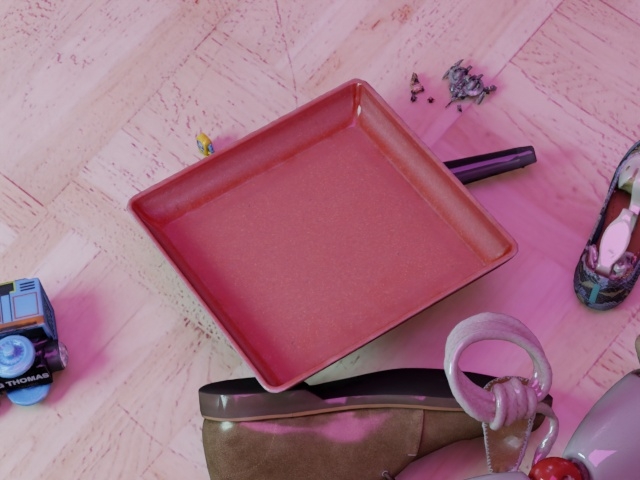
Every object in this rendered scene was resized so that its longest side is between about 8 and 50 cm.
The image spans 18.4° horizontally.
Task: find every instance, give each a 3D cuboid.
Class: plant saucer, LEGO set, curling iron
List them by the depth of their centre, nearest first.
[{"bbox_3d":[0.000,0.000,1.749,0.258,0.048,0.259,-29,55,-16],"label":"plant saucer"},{"bbox_3d":[0.069,-0.036,1.824,0.274,0.035,0.068,-18,53,-3],"label":"curling iron"},{"bbox_3d":[0.125,-0.149,1.880,0.083,0.023,0.054,-15,65,-2],"label":"LEGO set"}]

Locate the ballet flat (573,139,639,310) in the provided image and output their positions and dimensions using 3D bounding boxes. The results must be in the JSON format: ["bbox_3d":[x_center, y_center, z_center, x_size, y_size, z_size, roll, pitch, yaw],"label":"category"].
[{"bbox_3d":[0.284,-0.025,1.787,0.070,0.070,0.188,18,68,13],"label":"ballet flat"}]

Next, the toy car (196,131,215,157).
[{"bbox_3d":[-0.111,-0.043,1.841,0.060,0.040,0.122,-23,66,-6],"label":"toy car"}]

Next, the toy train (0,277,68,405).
[{"bbox_3d":[-0.319,0.102,1.774,0.184,0.080,0.105,-13,56,1],"label":"toy train"}]

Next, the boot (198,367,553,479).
[{"bbox_3d":[0.050,0.173,1.714,0.305,0.112,0.115,-4,95,-1],"label":"boot"}]

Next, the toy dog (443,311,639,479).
[{"bbox_3d":[0.217,0.170,1.631,0.333,0.161,0.220,1,86,-19],"label":"toy dog"}]
